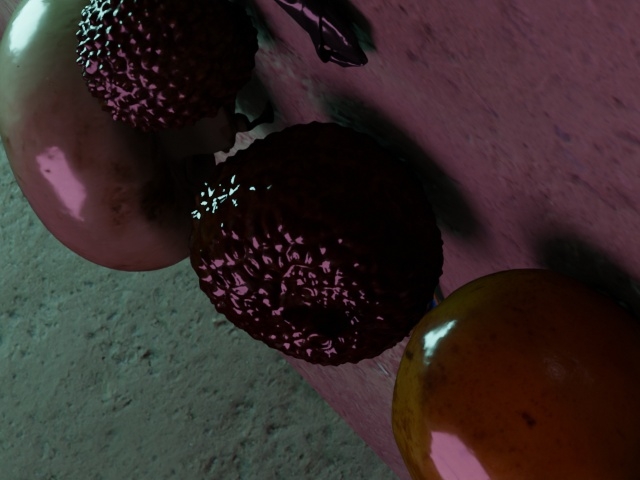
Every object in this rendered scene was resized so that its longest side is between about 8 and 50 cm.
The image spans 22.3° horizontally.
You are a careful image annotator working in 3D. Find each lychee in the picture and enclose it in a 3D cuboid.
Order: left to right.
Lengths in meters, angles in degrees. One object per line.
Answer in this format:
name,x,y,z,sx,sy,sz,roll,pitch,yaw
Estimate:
lychee,-0.163,-0.201,1.656,0.188,0.188,0.188,43,169,10
lychee,0.000,0.000,1.644,0.260,0.260,0.260,43,169,10

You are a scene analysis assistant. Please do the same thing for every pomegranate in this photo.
pomegranate,0.189,0.155,1.455,0.264,0.264,0.264,43,169,10

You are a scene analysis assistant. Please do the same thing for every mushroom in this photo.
mushroom,-0.210,-0.150,1.883,0.362,0.295,0.362,-16,-90,-79

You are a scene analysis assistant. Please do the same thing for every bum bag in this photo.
bum bag,-0.033,-0.220,1.420,0.197,0.049,0.087,46,175,-6

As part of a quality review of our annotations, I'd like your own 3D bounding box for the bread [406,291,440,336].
bread,0.104,0.071,1.952,0.053,0.072,0.106,51,174,30
